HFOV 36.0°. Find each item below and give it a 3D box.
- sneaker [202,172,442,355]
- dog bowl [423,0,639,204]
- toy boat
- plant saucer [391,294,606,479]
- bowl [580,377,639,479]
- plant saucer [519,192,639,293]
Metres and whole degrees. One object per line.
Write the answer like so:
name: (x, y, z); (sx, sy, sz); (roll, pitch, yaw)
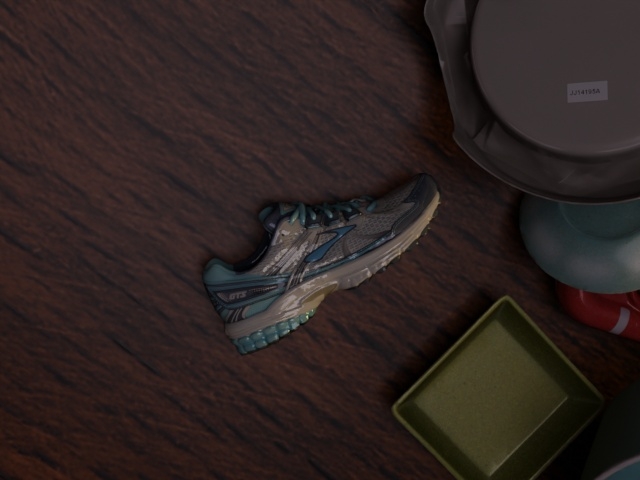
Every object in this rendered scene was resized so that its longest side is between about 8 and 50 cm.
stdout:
sneaker: (0.000, 0.000, 1.054); (0.283, 0.110, 0.122); (-35, 98, -4)
dog bowl: (0.282, -0.202, 1.007); (0.348, 0.102, 0.349); (-2, 83, 20)
toy boat: (0.390, 0.049, 1.102); (0.231, 0.151, 0.151); (17, 94, -11)
plant saucer: (0.202, 0.187, 1.141); (0.188, 0.045, 0.188); (-45, 101, -2)
bowl: (0.430, 0.251, 1.092); (0.311, 0.163, 0.312); (5, 133, 5)
plant saucer: (0.313, -0.037, 1.075); (0.194, 0.037, 0.195); (-8, 59, 13)
